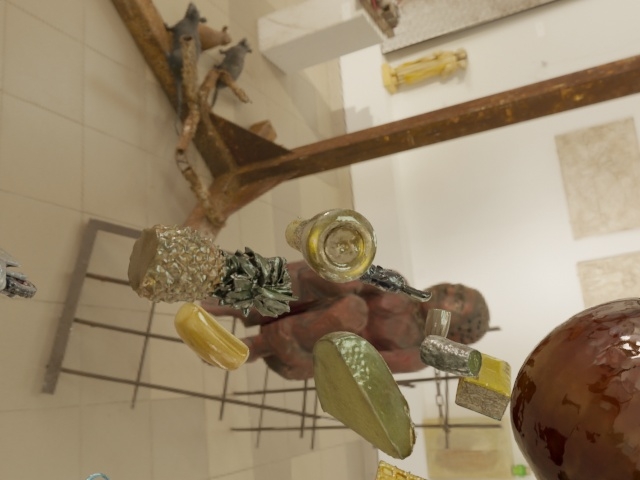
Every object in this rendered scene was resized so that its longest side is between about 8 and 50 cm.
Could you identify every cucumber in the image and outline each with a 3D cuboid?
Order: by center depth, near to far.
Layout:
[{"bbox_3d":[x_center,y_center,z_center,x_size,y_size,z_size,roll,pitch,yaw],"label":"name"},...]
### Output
[{"bbox_3d":[0.242,0.217,1.161,0.064,0.112,0.064,-17,114,-44],"label":"cucumber"}]

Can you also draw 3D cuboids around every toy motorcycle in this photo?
[{"bbox_3d":[-0.589,0.038,1.058,0.080,0.215,0.122,-58,171,-4],"label":"toy motorcycle"}]

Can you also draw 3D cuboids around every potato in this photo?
[{"bbox_3d":[0.089,0.289,1.318,0.112,0.269,0.255,-32,118,-30],"label":"potato"}]

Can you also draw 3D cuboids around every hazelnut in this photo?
[{"bbox_3d":[0.531,0.296,0.983,0.429,0.402,0.402,45,21,15],"label":"hazelnut"}]

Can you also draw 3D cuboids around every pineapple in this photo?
[{"bbox_3d":[-0.090,0.032,0.568,0.159,0.074,0.074,17,63,-36],"label":"pineapple"}]

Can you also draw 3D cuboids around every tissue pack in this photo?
[{"bbox_3d":[0.397,0.345,1.515,0.169,0.120,0.082,-41,148,-67],"label":"tissue pack"}]

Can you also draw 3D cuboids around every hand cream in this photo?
[{"bbox_3d":[0.000,0.000,0.783,0.203,0.084,0.084,-166,-119,-74],"label":"hand cream"}]

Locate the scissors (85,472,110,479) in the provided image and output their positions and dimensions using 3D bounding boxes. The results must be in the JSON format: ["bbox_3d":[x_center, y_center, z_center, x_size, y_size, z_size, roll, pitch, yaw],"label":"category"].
[{"bbox_3d":[-0.477,0.658,1.442,0.125,0.256,0.030,-44,162,-31],"label":"scissors"}]

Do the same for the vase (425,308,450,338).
[{"bbox_3d":[0.263,0.209,1.420,0.053,0.053,0.101,39,60,-53],"label":"vase"}]

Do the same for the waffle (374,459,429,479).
[{"bbox_3d":[0.146,0.416,0.995,0.092,0.135,0.021,-66,177,-47],"label":"waffle"}]

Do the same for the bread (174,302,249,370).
[{"bbox_3d":[-0.284,0.251,1.592,0.217,0.147,0.098,42,70,-14],"label":"bread"}]

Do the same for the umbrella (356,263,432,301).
[{"bbox_3d":[0.154,0.091,1.513,0.071,0.248,0.071,24,90,-86],"label":"umbrella"}]
